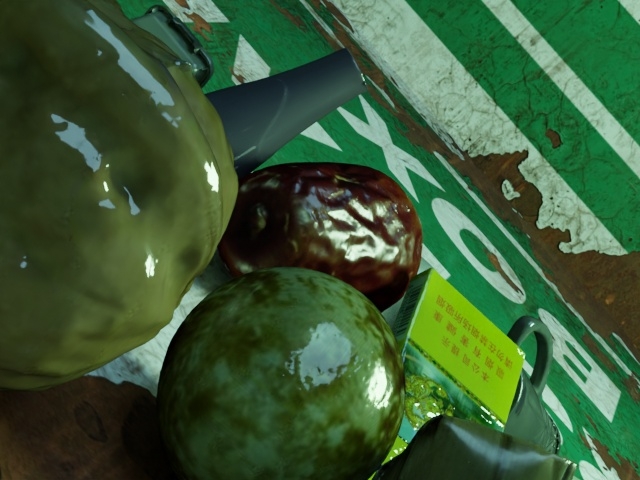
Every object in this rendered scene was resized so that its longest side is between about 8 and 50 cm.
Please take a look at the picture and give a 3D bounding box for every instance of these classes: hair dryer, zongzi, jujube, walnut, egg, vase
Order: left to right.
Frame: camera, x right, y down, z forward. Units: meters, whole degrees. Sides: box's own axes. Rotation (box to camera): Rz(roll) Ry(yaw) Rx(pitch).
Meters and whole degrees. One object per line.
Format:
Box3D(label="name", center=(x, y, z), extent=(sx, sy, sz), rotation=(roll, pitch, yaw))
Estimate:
Box3D(label="walnut", center=(-0.260, -0.059, 1.327), extent=(0.383, 0.383, 0.383), rotation=(43, 17, -16))
Box3D(label="hair dryer", center=(-0.069, -0.096, 2.108), extent=(0.121, 0.301, 0.361), rotation=(62, -4, 27))
Box3D(label="egg", center=(-0.042, 0.153, 1.545), extent=(0.238, 0.238, 0.289), rotation=(47, 33, -4))
Box3D(label="jujube", center=(0.000, 0.000, 2.023), extent=(0.223, 0.223, 0.318), rotation=(56, 19, 25))
Box3D(label="zongzi", center=(0.088, 0.394, 1.582), extent=(0.181, 0.418, 0.447), rotation=(16, -21, 1))
Box3D(label="vase", center=(0.248, 0.230, 2.209), extent=(0.156, 0.251, 0.301), rotation=(33, -7, 34))

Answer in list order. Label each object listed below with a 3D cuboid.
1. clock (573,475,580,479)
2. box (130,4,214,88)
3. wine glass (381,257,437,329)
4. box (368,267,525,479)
Box3D(label="clock", center=(0.336, 0.399, 2.103), extent=(0.324, 0.108, 0.265), rotation=(32, 11, -47))
Box3D(label="box", center=(-0.232, -0.201, 2.015), extent=(0.124, 0.172, 0.093), rotation=(50, 31, 11))
Box3D(label="wine glass", center=(0.147, 0.112, 2.326), extent=(0.241, 0.126, 0.126), rotation=(50, 16, -3))
Box3D(label="box", center=(0.139, 0.212, 1.936), extent=(0.187, 0.047, 0.335), rotation=(42, 47, -21))
